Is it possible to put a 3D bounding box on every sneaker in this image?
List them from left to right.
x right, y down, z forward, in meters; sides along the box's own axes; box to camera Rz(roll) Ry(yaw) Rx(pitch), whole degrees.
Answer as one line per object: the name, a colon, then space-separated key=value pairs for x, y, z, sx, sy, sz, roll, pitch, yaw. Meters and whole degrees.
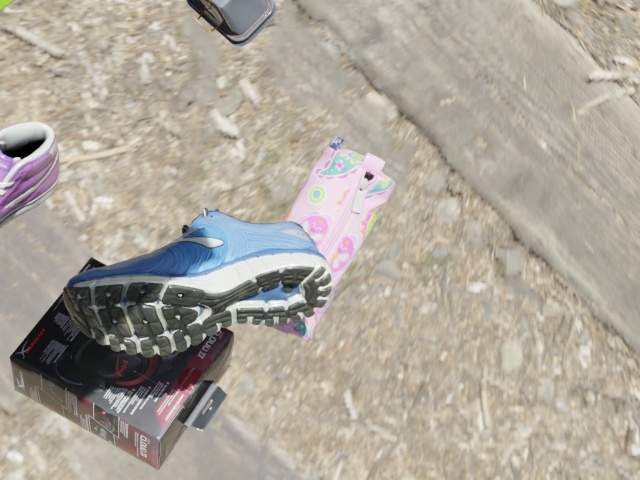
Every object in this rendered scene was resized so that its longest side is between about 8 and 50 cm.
sneaker: x=-0.467 y=-0.062 z=1.771 sx=0.102 sy=0.161 sz=0.282 roll=40 pitch=63 yaw=6
sneaker: x=-0.158 y=0.046 z=1.661 sx=0.330 sy=0.147 sz=0.130 roll=-8 pitch=130 yaw=-10

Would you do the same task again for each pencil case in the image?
pencil case: x=0.000 y=0.000 z=1.901 sx=0.124 sy=0.124 sz=0.284 roll=30 pitch=89 yaw=2

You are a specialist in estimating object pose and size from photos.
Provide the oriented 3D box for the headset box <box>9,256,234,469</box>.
headset box: x=-0.285 y=0.190 z=2.000 sx=0.293 sy=0.218 sz=0.110 roll=26 pitch=145 yaw=11

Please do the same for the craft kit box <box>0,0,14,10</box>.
craft kit box: x=-0.141 y=-0.279 z=0.662 sx=0.246 sy=0.061 sz=0.250 roll=-33 pitch=130 yaw=-2

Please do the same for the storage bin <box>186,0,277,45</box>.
storage bin: x=-0.143 y=-0.345 z=1.828 sx=0.098 sy=0.091 sz=0.135 roll=-45 pitch=65 yaw=-2
